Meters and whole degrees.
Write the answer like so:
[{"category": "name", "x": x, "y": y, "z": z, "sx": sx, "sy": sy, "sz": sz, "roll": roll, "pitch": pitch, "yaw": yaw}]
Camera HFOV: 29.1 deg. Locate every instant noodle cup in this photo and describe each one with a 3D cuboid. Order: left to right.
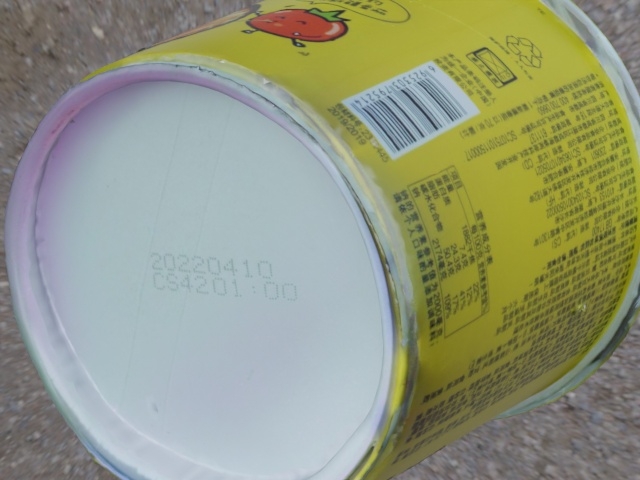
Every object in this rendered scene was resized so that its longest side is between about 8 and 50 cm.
[{"category": "instant noodle cup", "x": 0.000, "y": 0.000, "z": 0.701, "sx": 0.326, "sy": 0.254, "sz": 0.325, "roll": 11, "pitch": 111, "yaw": 29}]
